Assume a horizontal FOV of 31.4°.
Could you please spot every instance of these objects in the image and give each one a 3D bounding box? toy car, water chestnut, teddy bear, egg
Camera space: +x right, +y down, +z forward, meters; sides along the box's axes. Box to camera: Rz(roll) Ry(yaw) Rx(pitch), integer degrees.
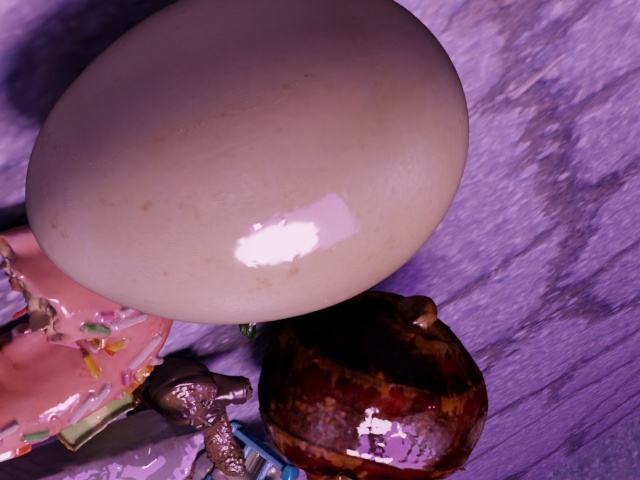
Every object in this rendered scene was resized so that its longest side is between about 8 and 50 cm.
[{"bbox_3d":[-0.057,0.266,1.309,0.098,0.126,0.161,-60,157,12],"label":"toy car"},{"bbox_3d":[0.041,0.158,1.096,0.224,0.224,0.238,0,102,-53],"label":"water chestnut"},{"bbox_3d":[-0.121,0.160,1.077,0.120,0.078,0.160,-9,136,-4],"label":"teddy bear"},{"bbox_3d":[-0.038,-0.048,0.635,0.254,0.188,0.188,-20,154,-15],"label":"egg"}]

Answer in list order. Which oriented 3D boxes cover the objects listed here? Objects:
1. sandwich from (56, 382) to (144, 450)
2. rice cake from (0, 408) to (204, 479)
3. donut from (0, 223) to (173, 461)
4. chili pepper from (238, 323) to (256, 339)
[{"bbox_3d":[-0.197,0.114,0.962,0.074,0.074,0.116,-35,-171,0],"label":"sandwich"},{"bbox_3d":[-0.286,0.222,0.929,0.399,0.064,0.070,-13,120,-29],"label":"rice cake"},{"bbox_3d":[-0.194,0.077,0.798,0.233,0.085,0.199,-43,157,21],"label":"donut"},{"bbox_3d":[-0.022,0.048,1.031,0.118,0.035,0.055,-33,142,-13],"label":"chili pepper"}]
